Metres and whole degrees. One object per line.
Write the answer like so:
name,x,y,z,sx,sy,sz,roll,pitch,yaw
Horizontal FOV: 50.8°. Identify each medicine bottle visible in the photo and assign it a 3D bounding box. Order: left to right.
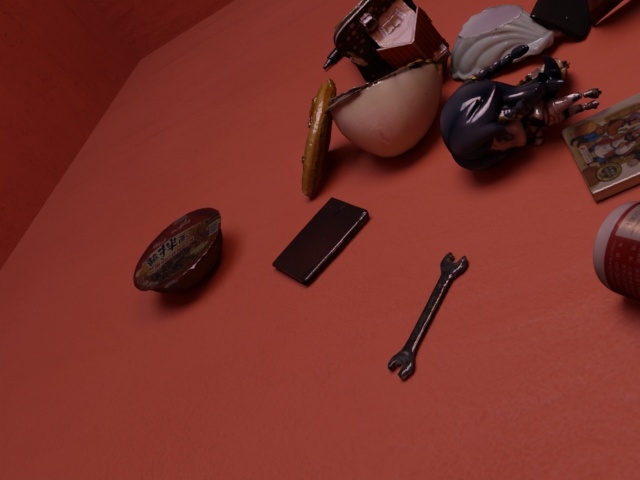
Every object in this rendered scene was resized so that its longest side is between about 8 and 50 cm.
medicine bottle,0.468,0.033,0.812,0.131,0.131,0.250,-48,32,-12

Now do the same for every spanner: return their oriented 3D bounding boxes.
spanner,0.178,0.119,1.114,0.054,0.015,0.254,1,50,46

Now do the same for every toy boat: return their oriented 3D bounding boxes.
toy boat,0.399,-0.463,1.539,0.290,0.100,0.199,10,57,54

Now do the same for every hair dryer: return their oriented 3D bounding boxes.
hair dryer,0.083,-0.640,2.129,0.255,0.070,0.128,-48,32,-4

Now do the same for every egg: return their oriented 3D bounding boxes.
egg,0.162,-0.284,1.508,0.265,0.174,0.286,-20,10,29

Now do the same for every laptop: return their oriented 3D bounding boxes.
laptop,0.000,0.000,1.445,0.207,0.026,0.154,-49,35,-12

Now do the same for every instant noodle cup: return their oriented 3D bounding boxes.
instant noodle cup,-0.328,0.044,1.663,0.274,0.090,0.273,-27,34,20

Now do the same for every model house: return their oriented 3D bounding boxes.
model house,0.193,-0.443,1.601,0.207,0.294,0.154,-44,56,13

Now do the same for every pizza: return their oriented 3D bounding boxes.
pizza,-0.008,-0.244,1.633,0.197,0.058,0.291,-14,-66,-86

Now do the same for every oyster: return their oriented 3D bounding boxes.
oyster,0.451,-0.325,1.348,0.103,0.051,0.148,-32,5,7

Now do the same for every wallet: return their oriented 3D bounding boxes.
wallet,0.551,-0.540,1.475,0.124,0.025,0.244,27,62,9

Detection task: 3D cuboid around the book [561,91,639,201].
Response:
book,0.547,-0.184,1.100,0.264,0.027,0.202,-26,33,22

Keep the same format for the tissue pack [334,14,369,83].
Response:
tissue pack,0.158,-0.574,1.893,0.192,0.134,0.270,-32,33,11

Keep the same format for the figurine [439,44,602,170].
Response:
figurine,0.352,-0.239,1.247,0.265,0.175,0.197,-30,40,2

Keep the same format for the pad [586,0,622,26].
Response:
pad,0.644,-0.579,1.323,0.300,0.202,0.005,-40,58,10
